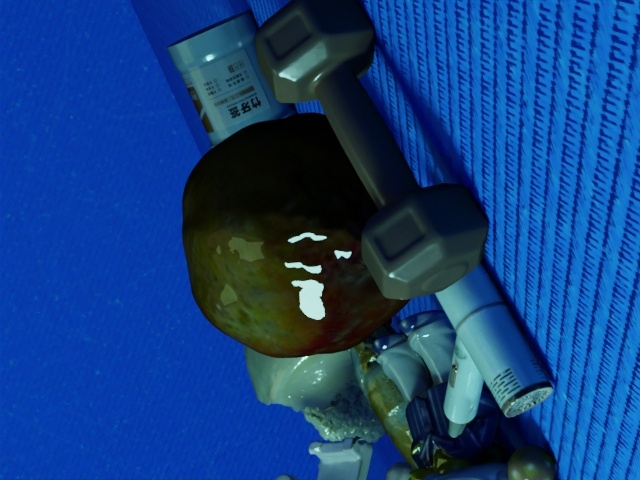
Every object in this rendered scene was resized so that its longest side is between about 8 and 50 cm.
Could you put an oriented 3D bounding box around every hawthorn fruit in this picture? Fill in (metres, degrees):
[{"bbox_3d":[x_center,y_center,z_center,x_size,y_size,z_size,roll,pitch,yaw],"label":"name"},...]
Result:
[{"bbox_3d":[0.000,0.000,1.225,0.248,0.208,0.208,6,123,63],"label":"hawthorn fruit"}]

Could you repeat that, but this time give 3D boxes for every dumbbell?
[{"bbox_3d":[0.034,-0.068,1.068,0.082,0.092,0.231,13,-134,-60],"label":"dumbbell"}]

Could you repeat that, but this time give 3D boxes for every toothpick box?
[{"bbox_3d":[-0.091,-0.159,1.639,0.153,0.101,0.101,65,174,-11],"label":"toothpick box"}]

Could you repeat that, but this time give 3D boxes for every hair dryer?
[{"bbox_3d":[0.101,0.086,1.146,0.183,0.044,0.155,108,140,-59],"label":"hair dryer"}]

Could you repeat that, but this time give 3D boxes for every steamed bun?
[{"bbox_3d":[-0.014,0.127,1.857,0.225,0.170,0.200,59,177,48],"label":"steamed bun"}]

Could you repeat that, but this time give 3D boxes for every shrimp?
[{"bbox_3d":[0.119,0.217,1.683,0.287,0.068,0.185,56,-174,-49],"label":"shrimp"}]

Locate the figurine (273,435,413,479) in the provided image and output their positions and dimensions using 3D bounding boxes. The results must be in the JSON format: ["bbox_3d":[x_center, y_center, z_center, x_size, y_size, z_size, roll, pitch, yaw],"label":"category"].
[{"bbox_3d":[0.070,0.328,1.680,0.257,0.144,0.182,35,-143,-34],"label":"figurine"}]

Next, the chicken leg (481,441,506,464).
[{"bbox_3d":[0.144,0.293,1.500,0.211,0.140,0.361,-95,8,-58],"label":"chicken leg"}]

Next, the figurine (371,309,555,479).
[{"bbox_3d":[0.116,0.202,1.271,0.133,0.194,0.274,8,-146,-42],"label":"figurine"}]
